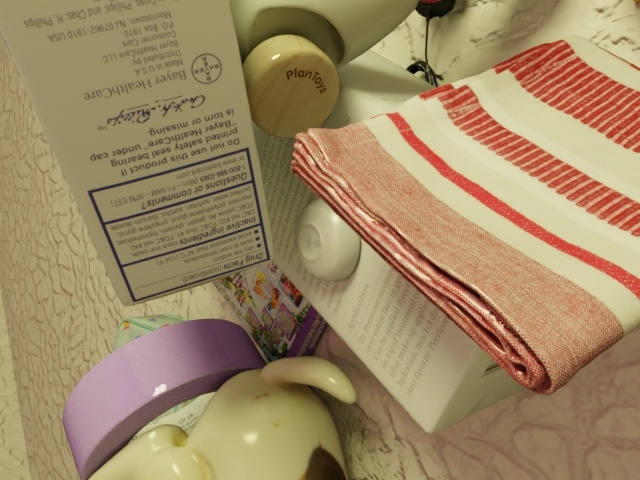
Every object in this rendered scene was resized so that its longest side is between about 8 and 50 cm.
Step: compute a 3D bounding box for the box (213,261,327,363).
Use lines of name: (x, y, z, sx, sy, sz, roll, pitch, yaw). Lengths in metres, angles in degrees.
box: (-0.083, 0.020, 0.859, 0.293, 0.057, 0.201, 46, 123, 36)

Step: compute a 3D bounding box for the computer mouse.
computer mouse: (0.132, -0.243, 0.655, 0.071, 0.041, 0.242, 19, 111, 46)

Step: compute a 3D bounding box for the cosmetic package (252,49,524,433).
cosmetic package: (0.055, -0.054, 0.624, 0.453, 0.161, 0.230, 45, 129, 36)

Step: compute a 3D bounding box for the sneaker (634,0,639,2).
sneaker: (0.266, -0.305, 0.466, 0.088, 0.092, 0.225, -17, 77, 45)

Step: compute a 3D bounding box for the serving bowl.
serving bowl: (0.000, 0.000, 0.550, 0.083, 0.027, 0.083, 12, 106, 49)

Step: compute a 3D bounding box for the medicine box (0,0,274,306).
medicine box: (-0.167, -0.139, 0.528, 0.263, 0.149, 0.289, -124, 21, -48)

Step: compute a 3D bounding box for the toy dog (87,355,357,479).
toy dog: (-0.025, 0.384, 0.684, 0.395, 0.284, 0.408, -43, 57, 10)

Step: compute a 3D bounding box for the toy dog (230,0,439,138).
toy dog: (0.031, -0.247, 0.491, 0.220, 0.161, 0.334, 34, 75, 35)

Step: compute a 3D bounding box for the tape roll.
tape roll: (-0.199, 0.233, 0.793, 0.090, 0.275, 0.275, 52, 125, 32)

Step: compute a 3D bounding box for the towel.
towel: (0.174, -0.059, 0.409, 0.237, 0.329, 0.037, 45, 149, 36)

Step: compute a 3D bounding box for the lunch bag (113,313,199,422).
lunch bag: (-0.268, 0.278, 1.019, 0.224, 0.108, 0.279, 3, 94, 42)
